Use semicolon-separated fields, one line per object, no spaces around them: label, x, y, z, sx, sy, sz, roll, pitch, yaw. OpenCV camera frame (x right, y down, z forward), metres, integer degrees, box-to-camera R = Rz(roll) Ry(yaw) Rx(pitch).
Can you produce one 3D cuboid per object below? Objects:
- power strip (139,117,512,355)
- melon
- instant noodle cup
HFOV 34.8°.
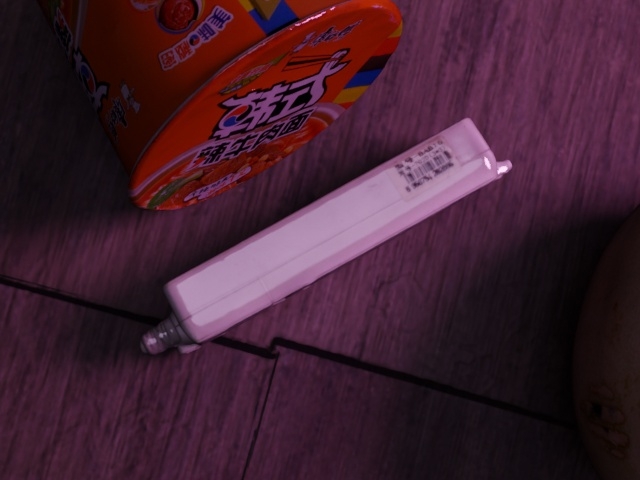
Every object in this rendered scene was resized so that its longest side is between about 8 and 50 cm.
power strip;0.000;0.000;0.840;0.338;0.098;0.058;-30;87;-7
melon;0.331;0.073;0.778;0.269;0.268;0.330;23;78;-2
instant noodle cup;-0.090;-0.170;0.790;0.250;0.250;0.192;-34;79;-6
